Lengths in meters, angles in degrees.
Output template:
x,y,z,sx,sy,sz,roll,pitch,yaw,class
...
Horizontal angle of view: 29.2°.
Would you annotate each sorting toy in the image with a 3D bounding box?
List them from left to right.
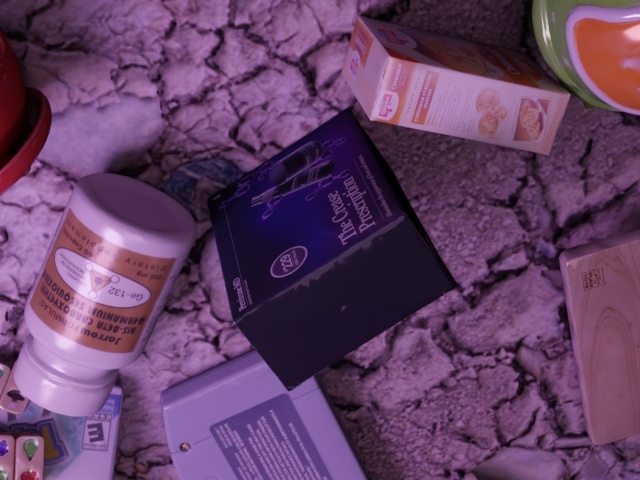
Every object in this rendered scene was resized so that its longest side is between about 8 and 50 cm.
x,y,z,sx,sy,sz,roll,pitch,yaw,class
0.403,0.076,1.408,0.255,0.089,0.257,-16,118,-3,sorting toy

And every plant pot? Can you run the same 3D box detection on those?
x,y,z,sx,sy,sz,roll,pitch,yaw,class
-0.354,-0.126,1.108,0.191,0.191,0.174,-31,127,5,plant pot

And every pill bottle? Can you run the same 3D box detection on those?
x,y,z,sx,sy,sz,roll,pitch,yaw,class
-0.227,0.059,1.252,0.131,0.131,0.229,19,111,-19,pill bottle

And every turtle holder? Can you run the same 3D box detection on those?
x,y,z,sx,sy,sz,roll,pitch,yaw,class
0.362,-0.253,1.146,0.320,0.227,0.243,-27,111,-19,turtle holder

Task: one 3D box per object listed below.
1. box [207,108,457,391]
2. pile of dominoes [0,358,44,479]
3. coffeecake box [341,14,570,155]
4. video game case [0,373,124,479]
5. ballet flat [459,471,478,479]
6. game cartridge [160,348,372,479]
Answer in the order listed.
x,y,z,sx,sy,sz,roll,pitch,yaw,class
0.000,0.000,1.193,0.184,0.261,0.103,-35,117,7,box
-0.414,0.219,1.270,0.251,0.040,0.196,2,86,-15,pile of dominoes
0.128,-0.154,1.208,0.185,0.142,0.068,9,113,-16,coffeecake box
-0.392,0.287,1.310,0.329,0.036,0.300,8,85,-15,video game case
0.253,0.364,1.535,0.248,0.086,0.086,35,105,-23,ballet flat
-0.059,0.261,1.433,0.198,0.062,0.297,-22,118,5,game cartridge
